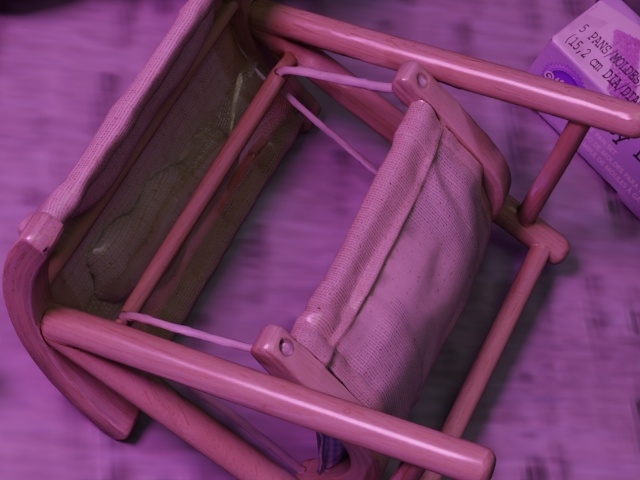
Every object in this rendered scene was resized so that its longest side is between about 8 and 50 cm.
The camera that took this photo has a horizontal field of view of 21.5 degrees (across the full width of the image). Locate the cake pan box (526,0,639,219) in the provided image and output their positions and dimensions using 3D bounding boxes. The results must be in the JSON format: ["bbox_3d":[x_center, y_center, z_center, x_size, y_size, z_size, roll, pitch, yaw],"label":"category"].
[{"bbox_3d":[0.292,-0.088,1.095,0.267,0.070,0.245,47,56,10],"label":"cake pan box"}]

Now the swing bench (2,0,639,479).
[{"bbox_3d":[0.000,0.000,0.892,0.254,0.165,0.253,28,57,4],"label":"swing bench"}]
